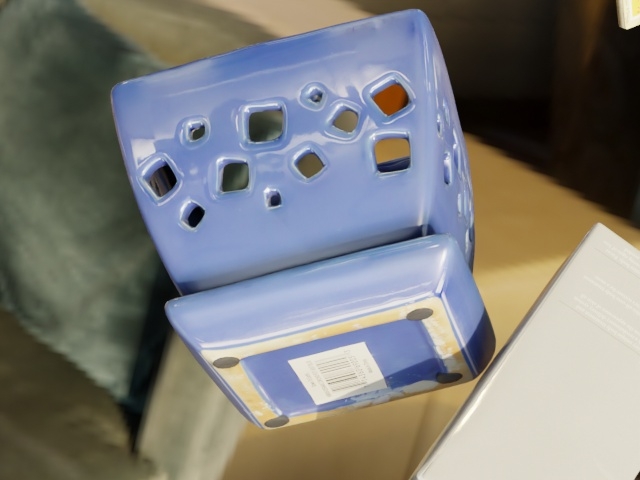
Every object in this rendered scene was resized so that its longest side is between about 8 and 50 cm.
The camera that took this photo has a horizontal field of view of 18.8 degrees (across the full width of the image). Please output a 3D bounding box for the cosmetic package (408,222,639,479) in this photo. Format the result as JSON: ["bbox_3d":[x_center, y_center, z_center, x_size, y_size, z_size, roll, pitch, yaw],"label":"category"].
[{"bbox_3d":[0.169,0.121,1.345,0.127,0.238,0.107,38,-18,5],"label":"cosmetic package"}]

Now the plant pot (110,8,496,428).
[{"bbox_3d":[0.000,0.000,1.386,0.236,0.236,0.212,-14,64,7],"label":"plant pot"}]

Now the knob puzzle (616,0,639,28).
[{"bbox_3d":[0.324,-0.286,1.626,0.213,0.213,0.030,-2,21,-38],"label":"knob puzzle"}]
